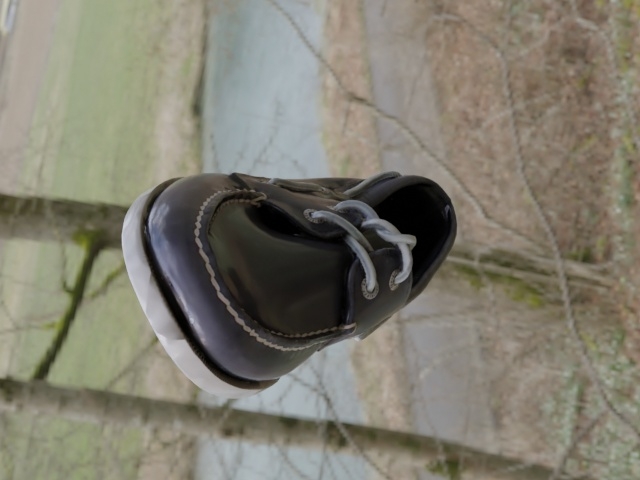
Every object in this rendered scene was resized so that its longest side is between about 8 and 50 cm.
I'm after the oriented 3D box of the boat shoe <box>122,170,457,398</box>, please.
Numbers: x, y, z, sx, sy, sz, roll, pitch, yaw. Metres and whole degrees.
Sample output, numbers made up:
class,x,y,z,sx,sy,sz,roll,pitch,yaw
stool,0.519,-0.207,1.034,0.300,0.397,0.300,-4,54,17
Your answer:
class,x,y,z,sx,sy,sz,roll,pitch,yaw
boat shoe,0.000,0.000,0.405,0.075,0.065,0.206,64,-163,5
